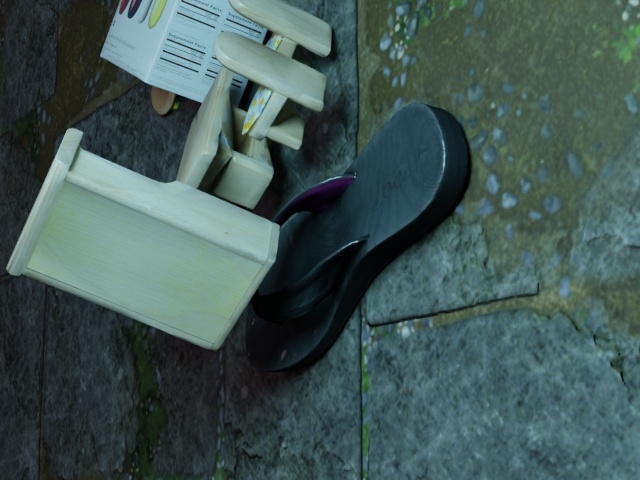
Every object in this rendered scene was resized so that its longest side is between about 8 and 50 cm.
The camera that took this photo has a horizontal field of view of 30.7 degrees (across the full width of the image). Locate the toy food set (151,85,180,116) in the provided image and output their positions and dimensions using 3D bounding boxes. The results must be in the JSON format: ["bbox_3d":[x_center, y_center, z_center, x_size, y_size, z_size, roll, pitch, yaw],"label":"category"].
[{"bbox_3d":[-0.247,-0.239,1.862,0.083,0.020,0.082,6,89,56],"label":"toy food set"}]

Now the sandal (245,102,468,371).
[{"bbox_3d":[0.000,-0.003,1.373,0.445,0.107,0.167,-51,45,38],"label":"sandal"}]

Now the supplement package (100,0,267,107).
[{"bbox_3d":[-0.184,-0.314,1.648,0.194,0.149,0.203,32,103,55],"label":"supplement package"}]

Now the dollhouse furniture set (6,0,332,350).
[{"bbox_3d":[-0.187,-0.090,1.419,0.362,0.257,0.394,-56,17,34],"label":"dollhouse furniture set"}]
